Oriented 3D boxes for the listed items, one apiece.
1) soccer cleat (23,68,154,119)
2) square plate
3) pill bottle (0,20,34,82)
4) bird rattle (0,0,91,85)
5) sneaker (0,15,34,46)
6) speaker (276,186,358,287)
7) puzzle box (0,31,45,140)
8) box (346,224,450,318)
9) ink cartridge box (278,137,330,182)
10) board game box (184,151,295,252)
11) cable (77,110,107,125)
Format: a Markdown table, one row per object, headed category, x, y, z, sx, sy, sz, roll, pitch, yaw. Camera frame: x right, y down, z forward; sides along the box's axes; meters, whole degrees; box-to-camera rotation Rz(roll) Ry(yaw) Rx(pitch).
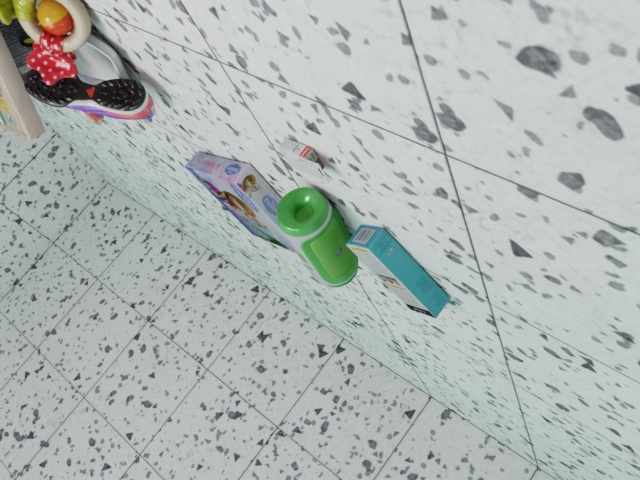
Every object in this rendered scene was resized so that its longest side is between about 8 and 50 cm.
| category | x | y | z | sx | sy | sz | roll | pitch | yaw |
| --- | --- | --- | --- | --- | --- | --- | --- | --- | --- |
| soccer cleat | -0.564 | -0.351 | 1.627 | 0.318 | 0.108 | 0.116 | 10 | 168 | 6 |
| square plate | -0.608 | -0.482 | 1.718 | 0.347 | 0.049 | 0.344 | 36 | 167 | 9 |
| pill bottle | -0.846 | -0.546 | 1.783 | 0.161 | 0.161 | 0.283 | 18 | 138 | 56 |
| bird rattle | -0.608 | -0.479 | 1.478 | 0.207 | 0.143 | 0.253 | -11 | 123 | 26 |
| sneaker | -0.732 | -0.542 | 1.636 | 0.209 | 0.069 | 0.082 | 127 | 125 | -85 |
| speaker | 0.000 | 0.000 | 1.547 | 0.131 | 0.131 | 0.296 | 30 | 165 | 31 |
| puzzle box | -0.872 | -0.468 | 1.696 | 0.272 | 0.052 | 0.409 | 22 | 139 | 32 |
| box | 0.172 | 0.069 | 1.465 | 0.244 | 0.060 | 0.100 | 44 | 166 | -24 |
| ink cartridge box | -0.025 | -0.157 | 1.299 | 0.115 | 0.029 | 0.063 | 26 | 162 | 38 |
| board game box | -0.192 | -0.103 | 1.849 | 0.318 | 0.066 | 0.318 | 47 | 164 | -33 |
| cable | -0.827 | -0.467 | 2.207 | 0.139 | 0.072 | 0.287 | 24 | 177 | 42 |
